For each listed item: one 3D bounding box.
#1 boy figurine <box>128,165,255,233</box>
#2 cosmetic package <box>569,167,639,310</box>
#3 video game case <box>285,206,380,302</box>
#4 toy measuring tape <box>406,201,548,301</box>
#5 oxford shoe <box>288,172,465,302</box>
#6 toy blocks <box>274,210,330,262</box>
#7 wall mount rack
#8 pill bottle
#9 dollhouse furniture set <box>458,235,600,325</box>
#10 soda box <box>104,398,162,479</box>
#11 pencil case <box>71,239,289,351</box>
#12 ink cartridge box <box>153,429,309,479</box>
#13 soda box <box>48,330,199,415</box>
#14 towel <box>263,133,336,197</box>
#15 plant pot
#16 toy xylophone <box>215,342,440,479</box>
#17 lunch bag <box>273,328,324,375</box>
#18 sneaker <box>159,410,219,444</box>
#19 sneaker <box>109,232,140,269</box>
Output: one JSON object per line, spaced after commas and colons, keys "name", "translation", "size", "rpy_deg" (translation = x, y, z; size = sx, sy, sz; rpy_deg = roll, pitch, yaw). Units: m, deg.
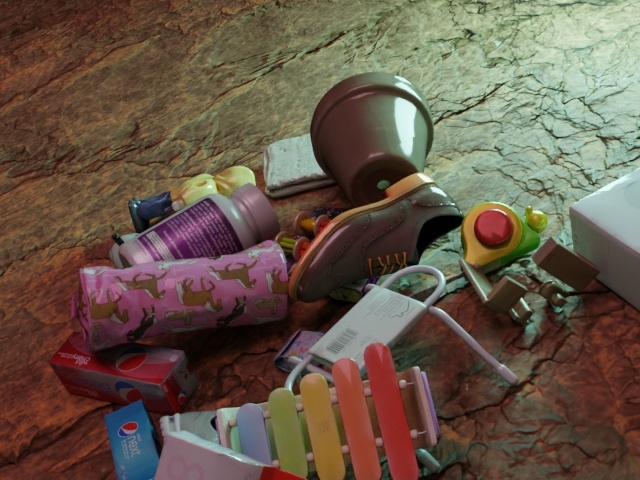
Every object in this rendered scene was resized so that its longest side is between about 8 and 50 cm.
{"name": "boy figurine", "translation": [-0.283, -0.097, 2.039], "size": [0.285, 0.092, 0.177], "rpy_deg": [-15, 9, -1]}
{"name": "cosmetic package", "translation": [0.580, -0.006, 1.513], "size": [0.224, 0.138, 0.224], "rpy_deg": [-27, 36, -12]}
{"name": "video game case", "translation": [0.036, 0.023, 1.789], "size": [0.210, 0.041, 0.232], "rpy_deg": [6, 43, 28]}
{"name": "toy measuring tape", "translation": [0.255, 0.014, 1.648], "size": [0.330, 0.121, 0.121], "rpy_deg": [-25, 37, 0]}
{"name": "oxford shoe", "translation": [0.104, 0.011, 1.647], "size": [0.364, 0.130, 0.133], "rpy_deg": [-36, 57, -17]}
{"name": "toy blocks", "translation": [0.000, 0.000, 1.752], "size": [0.148, 0.054, 0.123], "rpy_deg": [12, 46, 36]}
{"name": "wall mount rack", "translation": [0.125, 0.201, 1.462], "size": [0.350, 0.130, 0.304], "rpy_deg": [-41, 39, -26]}
{"name": "pill bottle", "translation": [-0.237, 0.010, 1.819], "size": [0.302, 0.169, 0.169], "rpy_deg": [-32, 39, -17]}
{"name": "dollhouse furniture set", "translation": [0.353, 0.045, 1.541], "size": [0.151, 0.144, 0.123], "rpy_deg": [-50, 32, 18]}
{"name": "soda box", "translation": [-0.294, 0.352, 1.468], "size": [0.071, 0.067, 0.210], "rpy_deg": [-24, 31, -9]}
{"name": "pencil case", "translation": [-0.249, 0.097, 1.633], "size": [0.386, 0.167, 0.160], "rpy_deg": [-8, 59, -20]}
{"name": "ink cartridge box", "translation": [-0.128, 0.388, 1.244], "size": [0.232, 0.066, 0.189], "rpy_deg": [17, 92, 22]}
{"name": "soda box", "translation": [-0.357, 0.239, 1.638], "size": [0.263, 0.092, 0.083], "rpy_deg": [5, 43, 28]}
{"name": "towel", "translation": [0.004, -0.187, 2.071], "size": [0.282, 0.049, 0.187], "rpy_deg": [-13, 38, 6]}
{"name": "plant pot", "translation": [0.117, -0.174, 1.829], "size": [0.263, 0.263, 0.229], "rpy_deg": [-15, 38, 5]}
{"name": "toy xylophone", "translation": [0.020, 0.299, 1.309], "size": [0.323, 0.081, 0.236], "rpy_deg": [-21, 77, 2]}
{"name": "lunch bag", "translation": [-0.037, 0.195, 1.593], "size": [0.083, 0.053, 0.071], "rpy_deg": [3, 39, 40]}
{"name": "sneaker", "translation": [-0.168, 0.355, 1.399], "size": [0.115, 0.105, 0.281], "rpy_deg": [-19, 39, -12]}
{"name": "sneaker", "translation": [-0.339, -0.012, 1.954], "size": [0.256, 0.094, 0.151], "rpy_deg": [-33, 36, -21]}
